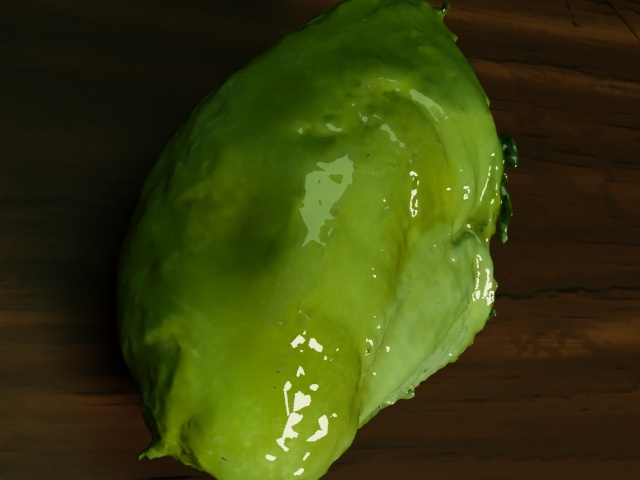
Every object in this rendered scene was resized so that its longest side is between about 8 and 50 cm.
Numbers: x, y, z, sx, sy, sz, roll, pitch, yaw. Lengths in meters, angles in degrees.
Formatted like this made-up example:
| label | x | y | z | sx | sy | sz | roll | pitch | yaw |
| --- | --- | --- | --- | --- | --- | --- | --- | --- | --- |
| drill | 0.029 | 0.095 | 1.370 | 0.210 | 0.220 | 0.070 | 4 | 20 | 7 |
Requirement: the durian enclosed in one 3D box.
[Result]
| label | x | y | z | sx | sy | sz | roll | pitch | yaw |
| --- | --- | --- | --- | --- | --- | --- | --- | --- | --- |
| durian | 0.000 | 0.000 | 0.883 | 0.340 | 0.204 | 0.256 | -35 | 101 | -37 |
